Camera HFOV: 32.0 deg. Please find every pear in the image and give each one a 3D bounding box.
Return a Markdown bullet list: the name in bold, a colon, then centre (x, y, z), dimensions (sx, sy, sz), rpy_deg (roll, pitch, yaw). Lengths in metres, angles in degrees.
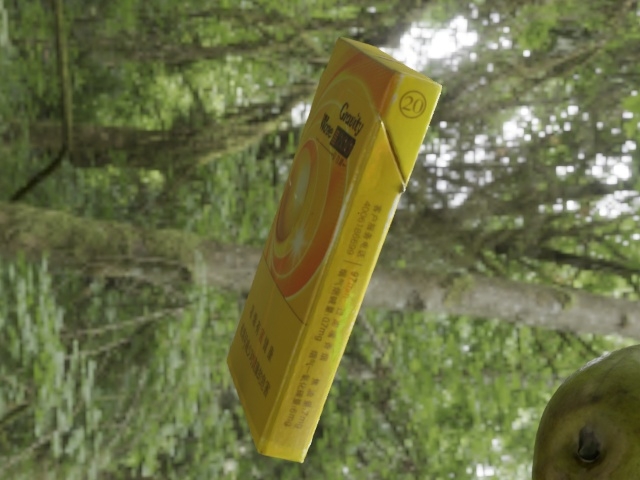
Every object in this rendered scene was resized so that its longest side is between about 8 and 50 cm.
- **pear**: centre (0.358, 0.240, 1.219), dimensions (0.253, 0.307, 0.253), rpy_deg (-16, -113, 42)

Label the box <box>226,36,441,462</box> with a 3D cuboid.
- **box**: centre (0.000, 0.000, 0.780), dimensions (0.152, 0.043, 0.269), rpy_deg (-129, -125, -67)
